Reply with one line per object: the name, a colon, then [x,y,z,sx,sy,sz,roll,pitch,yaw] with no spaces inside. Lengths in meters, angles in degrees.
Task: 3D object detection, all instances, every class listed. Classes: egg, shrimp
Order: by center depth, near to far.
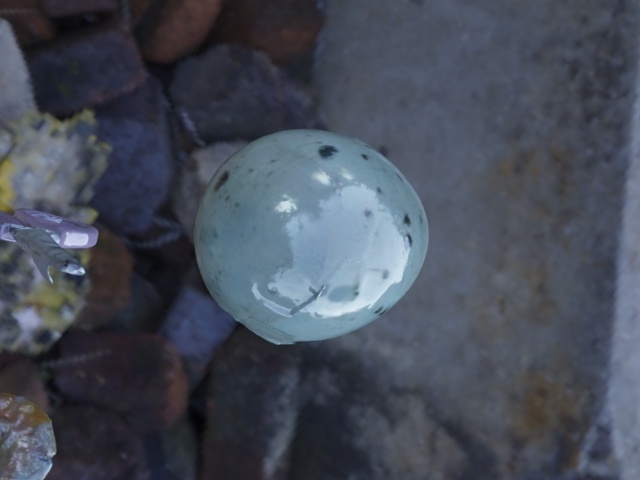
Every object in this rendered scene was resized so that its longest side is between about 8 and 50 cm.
egg: [0.000,0.000,0.963,0.164,0.131,0.131,11,108,-46]
shrimp: [-0.287,0.173,1.183,0.190,0.101,0.042,-24,147,-22]

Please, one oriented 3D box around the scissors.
scissors: [-0.165,0.002,0.914,0.110,0.212,0.021,9,97,-22]
